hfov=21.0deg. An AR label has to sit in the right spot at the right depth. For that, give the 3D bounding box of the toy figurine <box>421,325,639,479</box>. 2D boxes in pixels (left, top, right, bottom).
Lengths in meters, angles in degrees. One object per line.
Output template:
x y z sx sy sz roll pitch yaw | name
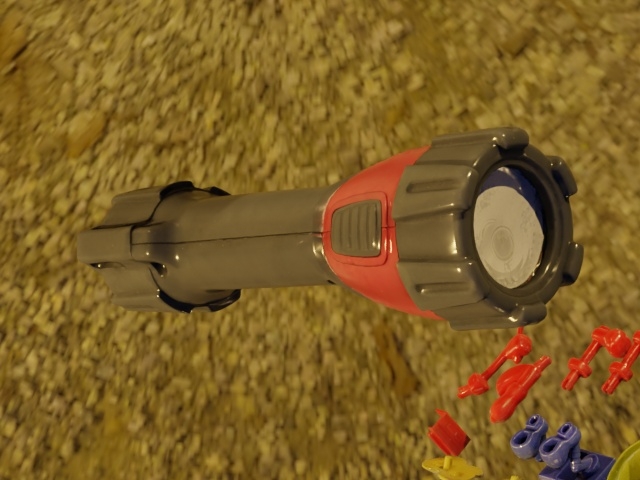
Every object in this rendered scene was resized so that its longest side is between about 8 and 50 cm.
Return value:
0.283 0.215 1.486 0.217 0.362 0.191 49 68 -26 | toy figurine

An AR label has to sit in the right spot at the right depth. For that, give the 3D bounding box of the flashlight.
0.000 0.000 0.957 0.103 0.304 0.103 -49 117 -32 | flashlight
